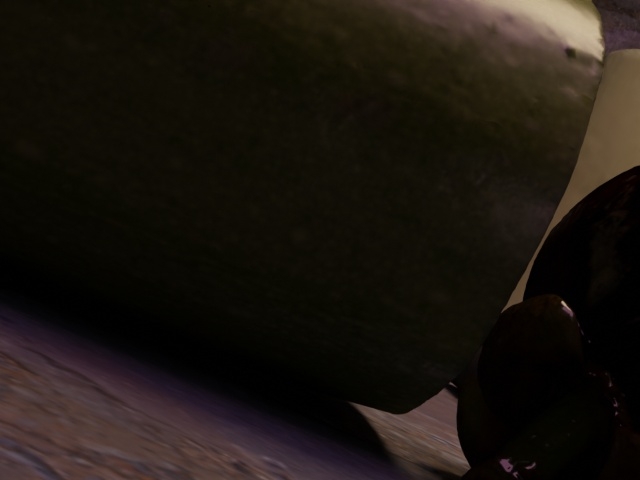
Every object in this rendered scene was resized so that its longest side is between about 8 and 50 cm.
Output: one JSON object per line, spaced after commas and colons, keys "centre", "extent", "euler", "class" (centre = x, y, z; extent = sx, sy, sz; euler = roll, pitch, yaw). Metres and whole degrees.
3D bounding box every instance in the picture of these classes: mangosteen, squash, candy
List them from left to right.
{"centre": [-0.085, -0.089, 0.756], "extent": [0.384, 0.263, 0.263], "euler": [23, 3, -12], "class": "squash"}
{"centre": [0.301, -0.003, 1.524], "extent": [0.145, 0.359, 0.208], "euler": [25, -4, 18], "class": "candy"}
{"centre": [0.183, 0.074, 0.714], "extent": [0.265, 0.228, 0.228], "euler": [-19, 23, -23], "class": "mangosteen"}

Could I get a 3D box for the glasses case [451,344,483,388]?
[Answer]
{"centre": [0.147, 0.117, 1.094], "extent": [0.072, 0.042, 0.190], "euler": [31, 1, -13], "class": "glasses case"}
